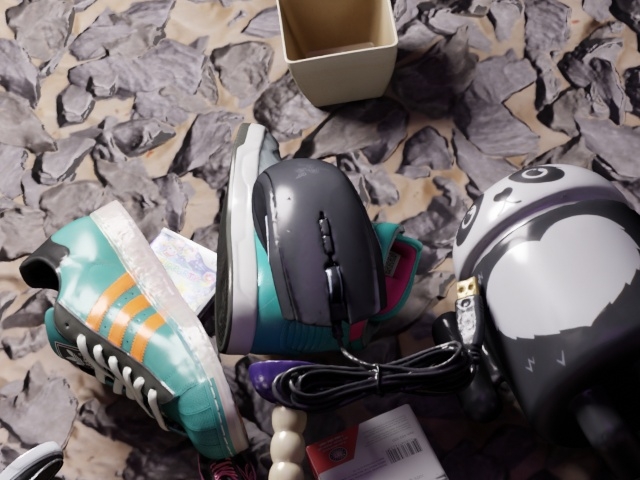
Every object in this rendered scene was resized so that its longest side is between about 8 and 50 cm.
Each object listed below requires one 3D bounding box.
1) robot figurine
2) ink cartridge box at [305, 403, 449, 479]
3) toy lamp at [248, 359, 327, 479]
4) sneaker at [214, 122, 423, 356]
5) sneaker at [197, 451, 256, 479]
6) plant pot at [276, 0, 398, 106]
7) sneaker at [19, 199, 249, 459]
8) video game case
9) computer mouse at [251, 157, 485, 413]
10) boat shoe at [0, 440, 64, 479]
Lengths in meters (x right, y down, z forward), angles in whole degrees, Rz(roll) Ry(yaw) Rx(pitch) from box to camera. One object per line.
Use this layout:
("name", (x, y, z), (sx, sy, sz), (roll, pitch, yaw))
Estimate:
("robot figurine", (0.222, 0.062, 1.617), (0.209, 0.173, 0.278), (-7, 52, -25))
("ink cartridge box", (0.059, 0.220, 1.600), (0.099, 0.056, 0.135), (-22, 56, -7))
("toy lamp", (-0.028, 0.238, 1.552), (0.080, 0.080, 0.274), (0, 76, 8))
("sneaker", (0.000, 0.000, 1.725), (0.178, 0.123, 0.295), (7, 38, -7))
("sneaker", (-0.076, 0.209, 1.626), (0.047, 0.057, 0.119), (-24, 55, -5))
("plant pot", (0.019, -0.193, 1.868), (0.109, 0.096, 0.109), (-10, 55, 1))
("sneaker", (-0.167, 0.095, 1.678), (0.121, 0.108, 0.302), (-28, 49, -10))
("video game case", (-0.146, 0.051, 1.772), (0.087, 0.011, 0.122), (26, 62, 23))
("computer mouse", (0.042, 0.019, 1.586), (0.184, 0.060, 0.262), (-2, 53, -8))
("boat shoe", (-0.272, 0.233, 1.643), (0.142, 0.049, 0.040), (-41, 66, -13))
